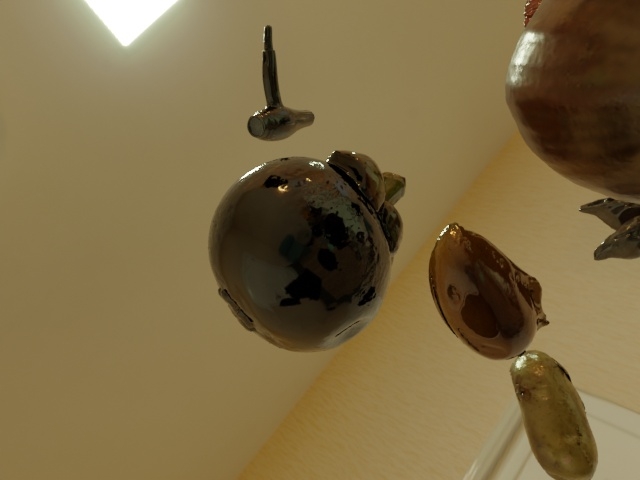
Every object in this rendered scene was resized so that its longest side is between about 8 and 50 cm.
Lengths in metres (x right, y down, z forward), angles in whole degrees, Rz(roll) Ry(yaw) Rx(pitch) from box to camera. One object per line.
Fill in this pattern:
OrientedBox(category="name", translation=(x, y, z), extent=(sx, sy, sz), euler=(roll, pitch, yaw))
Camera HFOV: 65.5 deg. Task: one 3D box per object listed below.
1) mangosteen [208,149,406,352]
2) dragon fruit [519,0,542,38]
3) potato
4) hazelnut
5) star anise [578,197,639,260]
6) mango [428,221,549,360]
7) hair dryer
OrientedBox(category="mangosteen", translation=(0.000, 0.000, 0.676), extent=(0.302, 0.275, 0.275), euler=(-36, -56, -16))
OrientedBox(category="dragon fruit", translation=(0.509, -0.357, 0.995), extent=(0.205, 0.152, 0.316), euler=(-36, -69, -45))
OrientedBox(category="potato", translation=(0.300, 0.224, 0.645), extent=(0.107, 0.080, 0.170), euler=(34, -138, -39))
OrientedBox(category="hazelnut", translation=(0.230, -0.124, 0.361), extent=(0.210, 0.186, 0.210), euler=(-12, -74, -45))
OrientedBox(category="star anise", translation=(0.435, -0.020, 0.638), extent=(0.063, 0.172, 0.207), euler=(65, -152, -47))
OrientedBox(category="mango", translation=(0.124, 0.042, 0.381), extent=(0.127, 0.063, 0.077), euler=(46, -124, -24))
OrientedBox(category="hair dryer", translation=(-0.082, -0.314, 0.996), extent=(0.195, 0.075, 0.219), euler=(-32, -58, -54))
